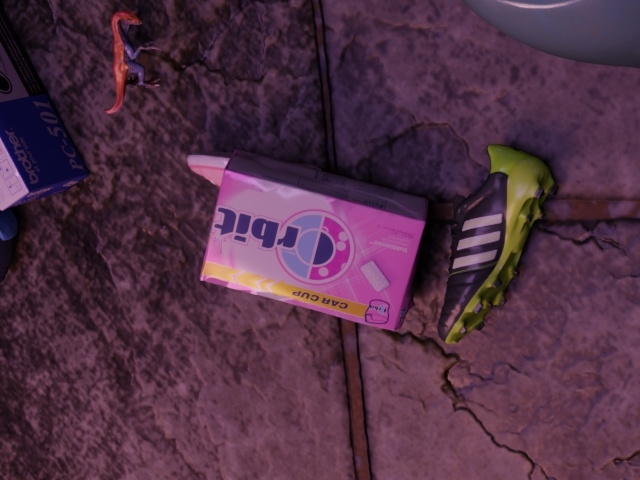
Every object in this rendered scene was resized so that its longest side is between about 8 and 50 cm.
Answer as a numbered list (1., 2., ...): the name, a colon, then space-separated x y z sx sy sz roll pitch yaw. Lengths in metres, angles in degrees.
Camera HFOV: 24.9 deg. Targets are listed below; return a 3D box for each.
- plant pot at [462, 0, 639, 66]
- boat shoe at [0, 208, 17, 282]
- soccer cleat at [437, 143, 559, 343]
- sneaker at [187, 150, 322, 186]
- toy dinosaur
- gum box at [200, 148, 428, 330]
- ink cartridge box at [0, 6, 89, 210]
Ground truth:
1. plant pot: 0.200 -0.258 1.011 0.293 0.235 0.293 7 103 32
2. boat shoe: -0.439 -0.011 1.513 0.258 0.109 0.089 17 113 27
3. soccer cleat: 0.136 0.003 1.231 0.072 0.060 0.179 34 110 28
4. sneaker: -0.065 -0.042 1.329 0.134 0.051 0.070 10 102 22
5. toy dinosaur: -0.179 -0.173 1.349 0.047 0.090 0.082 19 155 34
6. gum box: 0.000 0.000 1.266 0.188 0.062 0.107 15 112 1
7. ink cartridge box: -0.315 -0.137 1.417 0.046 0.097 0.207 -29 88 31
